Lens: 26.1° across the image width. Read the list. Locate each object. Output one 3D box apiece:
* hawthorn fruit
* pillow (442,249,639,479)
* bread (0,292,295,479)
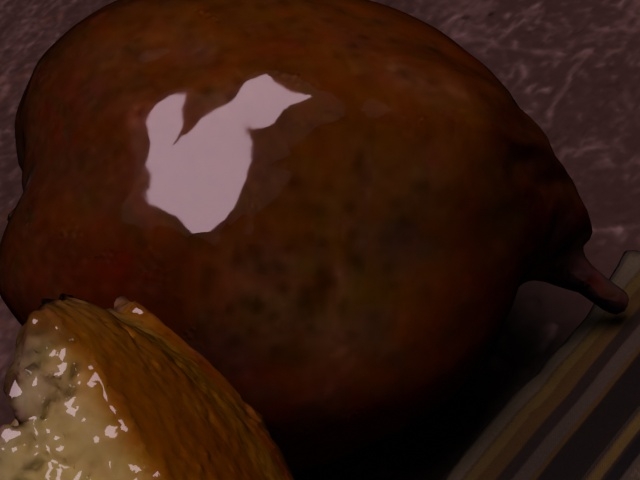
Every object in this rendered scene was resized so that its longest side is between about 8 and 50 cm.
[{"bbox_3d":[0.000,0.000,0.564,0.248,0.208,0.208,2,47,5],"label":"hawthorn fruit"},{"bbox_3d":[0.146,0.105,0.498,0.212,0.052,0.208,25,58,36],"label":"pillow"},{"bbox_3d":[-0.055,0.148,0.402,0.134,0.129,0.260,14,81,6],"label":"bread"}]
